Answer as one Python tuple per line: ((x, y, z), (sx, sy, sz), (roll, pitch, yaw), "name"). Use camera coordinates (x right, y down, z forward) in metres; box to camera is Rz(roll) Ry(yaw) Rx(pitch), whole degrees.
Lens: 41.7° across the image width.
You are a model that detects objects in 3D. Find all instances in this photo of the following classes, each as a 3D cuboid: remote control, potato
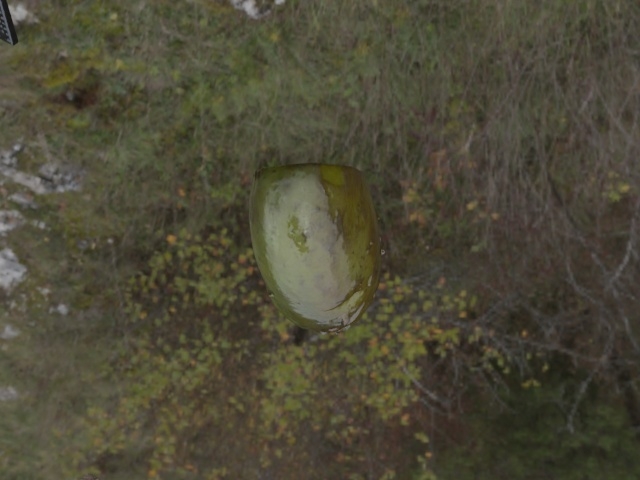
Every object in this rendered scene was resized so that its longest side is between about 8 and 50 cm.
((-0.580, -0.456, 1.473), (0.063, 0.025, 0.245), (35, 144, 29), "remote control")
((0.000, 0.000, 0.911), (0.141, 0.176, 0.298), (-6, 154, 1), "potato")

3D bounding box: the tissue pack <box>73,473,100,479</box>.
((-0.164, 0.268, 0.410), (0.124, 0.271, 0.201), (40, 170, -9), "tissue pack")
